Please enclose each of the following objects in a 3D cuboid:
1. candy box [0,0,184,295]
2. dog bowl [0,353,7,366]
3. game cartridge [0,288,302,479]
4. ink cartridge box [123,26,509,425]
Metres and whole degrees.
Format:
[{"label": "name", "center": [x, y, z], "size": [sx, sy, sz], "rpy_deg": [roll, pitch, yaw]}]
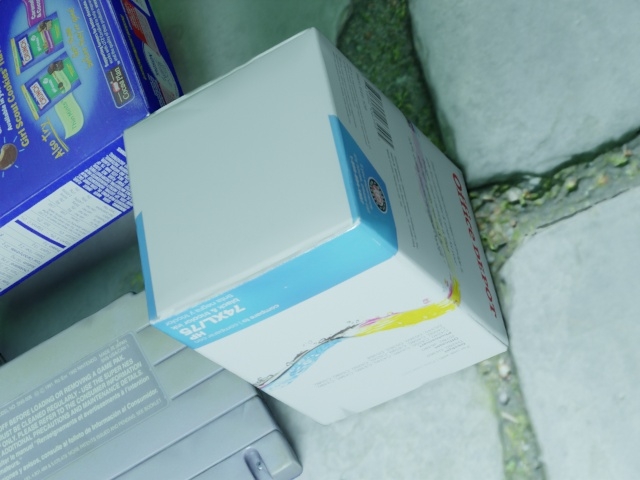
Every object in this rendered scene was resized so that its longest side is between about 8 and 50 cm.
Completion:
[{"label": "candy box", "center": [-0.303, -0.117, 1.587], "size": [0.317, 0.122, 0.268], "rpy_deg": [-31, 56, 14]}, {"label": "dog bowl", "center": [-0.453, 0.218, 1.586], "size": [0.349, 0.102, 0.348], "rpy_deg": [-15, 59, 26]}, {"label": "game cartridge", "center": [-0.221, 0.200, 1.404], "size": [0.355, 0.068, 0.230], "rpy_deg": [-30, 63, -1]}, {"label": "ink cartridge box", "center": [0.000, 0.000, 1.306], "size": [0.197, 0.270, 0.198], "rpy_deg": [-26, 54, 20]}]
